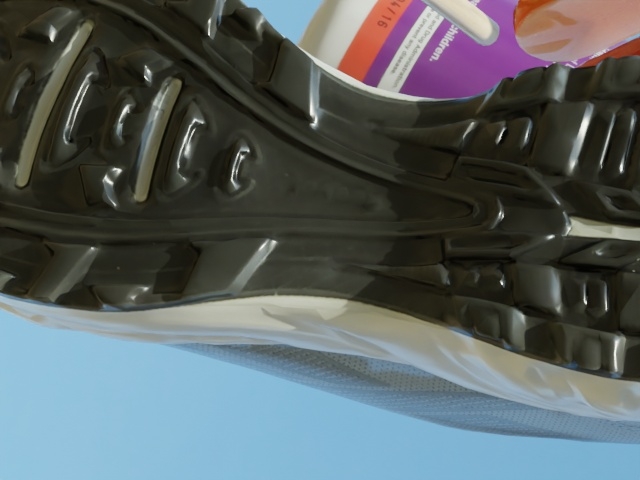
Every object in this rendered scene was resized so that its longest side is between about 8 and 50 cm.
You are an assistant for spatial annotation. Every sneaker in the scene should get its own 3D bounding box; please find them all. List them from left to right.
[{"bbox_3d":[0.000,0.000,0.498,0.271,0.108,0.100,14,-111,14],"label":"sneaker"}]

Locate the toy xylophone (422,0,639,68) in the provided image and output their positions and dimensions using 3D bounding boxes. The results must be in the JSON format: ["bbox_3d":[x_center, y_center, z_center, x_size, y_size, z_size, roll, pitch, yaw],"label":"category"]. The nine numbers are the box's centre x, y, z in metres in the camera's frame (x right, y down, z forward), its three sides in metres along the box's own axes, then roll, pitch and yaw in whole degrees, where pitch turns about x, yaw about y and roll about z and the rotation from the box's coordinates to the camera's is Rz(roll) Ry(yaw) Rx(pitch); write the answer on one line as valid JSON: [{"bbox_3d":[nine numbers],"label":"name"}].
[{"bbox_3d":[0.101,-0.131,0.693,0.236,0.322,0.081,-30,-131,34],"label":"toy xylophone"}]

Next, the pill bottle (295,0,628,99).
[{"bbox_3d":[0.138,-0.032,1.125,0.323,0.181,0.181,28,-75,14],"label":"pill bottle"}]
